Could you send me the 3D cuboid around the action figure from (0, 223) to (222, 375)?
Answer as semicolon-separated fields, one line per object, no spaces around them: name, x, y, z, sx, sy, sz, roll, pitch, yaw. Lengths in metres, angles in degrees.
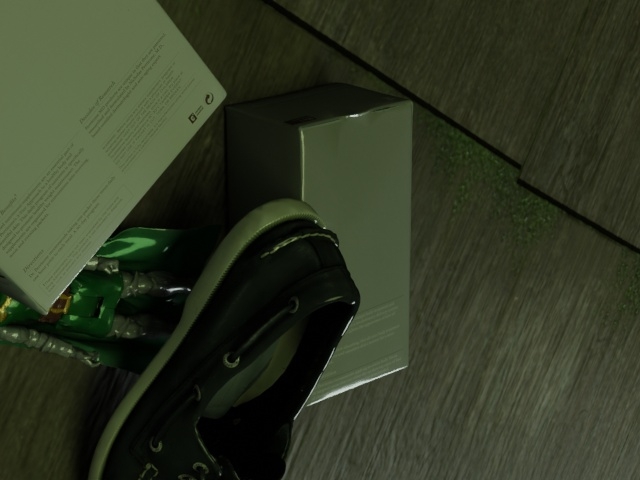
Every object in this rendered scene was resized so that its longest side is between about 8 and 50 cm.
action figure;-0.176;0.043;1.110;0.232;0.063;0.137;8;102;-41

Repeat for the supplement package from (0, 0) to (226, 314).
supplement package;-0.210;-0.102;0.959;0.194;0.149;0.203;-52;133;-17

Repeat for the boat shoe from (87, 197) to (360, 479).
boat shoe;-0.067;0.137;1.140;0.127;0.113;0.340;9;119;-50

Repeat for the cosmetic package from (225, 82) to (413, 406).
cosmetic package;0.000;0.000;1.231;0.127;0.107;0.238;-14;111;-39
